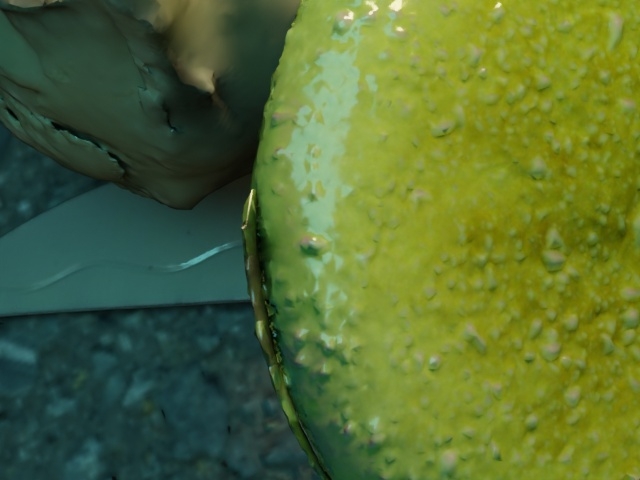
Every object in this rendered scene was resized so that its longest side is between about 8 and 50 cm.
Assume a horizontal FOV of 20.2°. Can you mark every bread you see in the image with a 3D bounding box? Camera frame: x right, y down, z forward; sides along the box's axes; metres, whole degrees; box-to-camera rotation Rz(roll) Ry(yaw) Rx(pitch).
[{"bbox_3d":[0.113,-0.011,0.590,0.301,0.045,0.301,1,88,-24],"label":"bread"}]

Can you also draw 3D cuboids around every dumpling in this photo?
[{"bbox_3d":[-0.044,-0.139,0.658,0.187,0.318,0.243,34,79,-19],"label":"dumpling"}]

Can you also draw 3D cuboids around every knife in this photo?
[{"bbox_3d":[0.001,-0.003,0.712,0.335,0.043,0.081,0,72,17],"label":"knife"}]
